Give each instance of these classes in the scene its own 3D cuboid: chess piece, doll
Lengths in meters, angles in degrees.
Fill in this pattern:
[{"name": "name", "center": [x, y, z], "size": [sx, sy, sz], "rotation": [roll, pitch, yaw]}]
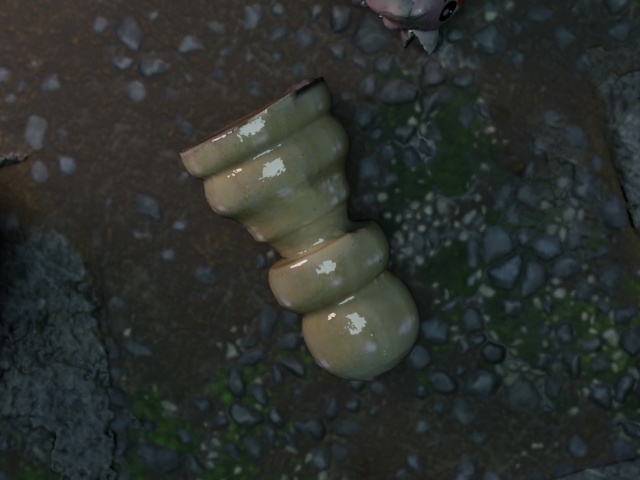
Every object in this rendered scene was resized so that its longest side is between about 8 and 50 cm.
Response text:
[{"name": "chess piece", "center": [0.000, 0.000, 1.255], "size": [0.142, 0.143, 0.261], "rotation": [-28, 96, 6]}, {"name": "doll", "center": [0.095, -0.259, 1.233], "size": [0.192, 0.149, 0.095], "rotation": [-50, 48, -1]}]
